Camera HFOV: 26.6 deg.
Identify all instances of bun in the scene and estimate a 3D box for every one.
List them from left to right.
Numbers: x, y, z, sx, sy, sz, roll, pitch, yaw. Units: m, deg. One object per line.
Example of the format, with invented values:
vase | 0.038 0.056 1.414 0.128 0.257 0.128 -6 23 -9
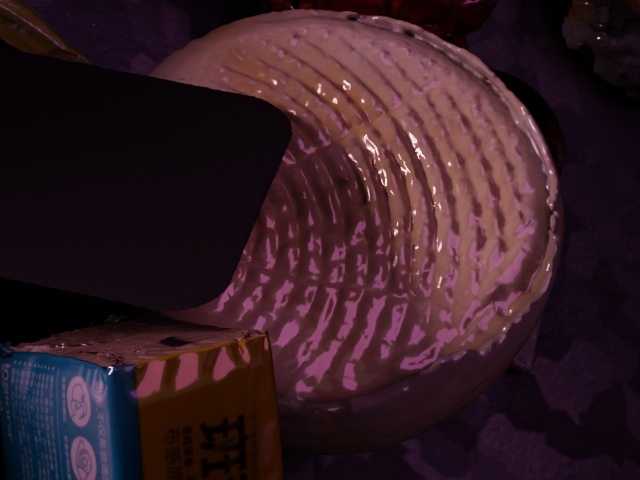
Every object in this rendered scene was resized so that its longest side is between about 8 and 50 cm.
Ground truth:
bun | 0.003 0.002 1.071 0.364 0.202 0.364 0 64 0

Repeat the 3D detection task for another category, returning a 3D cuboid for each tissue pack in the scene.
tissue pack | -0.108 0.189 0.858 0.134 0.192 0.271 -7 95 -35

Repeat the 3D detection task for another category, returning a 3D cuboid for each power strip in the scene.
power strip | 0.197 0.091 1.315 0.027 0.017 0.083 34 50 -18

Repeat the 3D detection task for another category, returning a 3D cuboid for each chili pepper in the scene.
chili pepper | -0.269 -0.185 1.106 0.208 0.043 0.049 20 30 -27

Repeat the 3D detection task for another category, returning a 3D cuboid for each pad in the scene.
pad | -0.214 -0.062 0.974 0.375 0.063 0.315 13 42 7

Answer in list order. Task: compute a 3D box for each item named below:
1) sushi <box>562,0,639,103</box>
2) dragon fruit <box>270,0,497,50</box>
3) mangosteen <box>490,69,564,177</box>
sushi | 0.411 -0.341 1.611 0.417 0.176 0.418 19 59 -36
dragon fruit | 0.067 -0.274 1.199 0.244 0.299 0.244 12 20 -4
mangosteen | 0.136 -0.048 1.249 0.192 0.192 0.217 -29 109 -42
